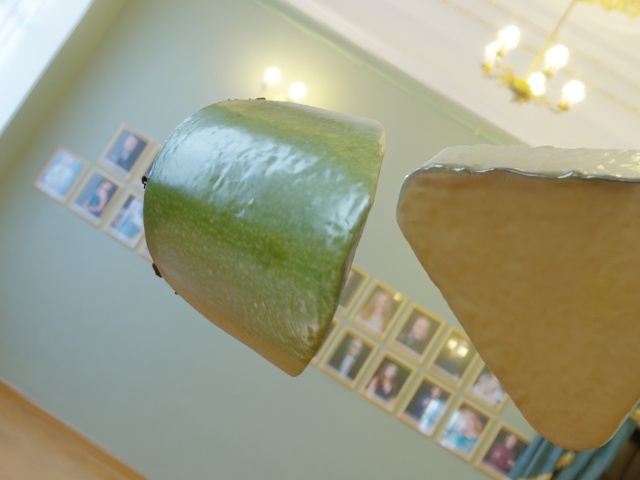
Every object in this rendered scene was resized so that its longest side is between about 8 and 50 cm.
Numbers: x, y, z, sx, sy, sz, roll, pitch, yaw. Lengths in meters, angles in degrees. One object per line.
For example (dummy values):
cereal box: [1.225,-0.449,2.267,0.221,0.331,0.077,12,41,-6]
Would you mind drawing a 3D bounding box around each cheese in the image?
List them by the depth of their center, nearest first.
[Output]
cheese: [0.280,0.069,1.141,0.384,0.104,0.384,16,-57,27]

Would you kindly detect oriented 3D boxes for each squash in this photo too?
squash: [0.000,0.000,0.729,0.260,0.189,0.189,21,-13,49]
